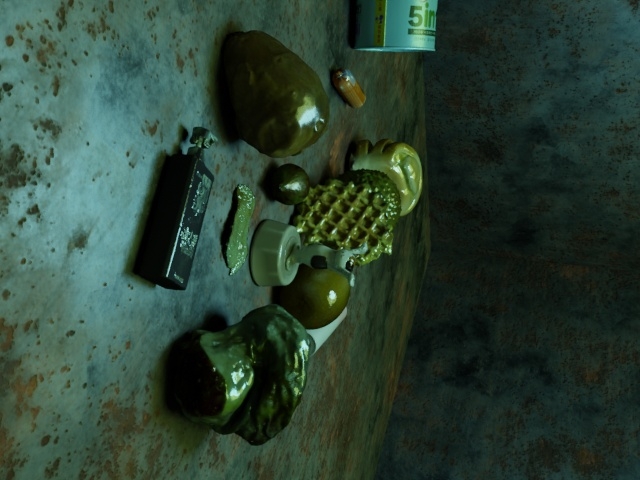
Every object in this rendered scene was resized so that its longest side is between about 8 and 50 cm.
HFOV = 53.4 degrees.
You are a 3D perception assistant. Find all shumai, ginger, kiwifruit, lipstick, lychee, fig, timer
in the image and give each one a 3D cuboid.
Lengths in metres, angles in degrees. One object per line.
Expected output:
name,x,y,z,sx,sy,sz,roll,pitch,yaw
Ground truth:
shumai,-0.203,0.277,1.356,0.263,0.303,0.310,12,85,-37
ginger,-0.090,-0.314,1.388,0.200,0.222,0.270,-48,142,-55
kiwifruit,-0.011,0.146,1.811,0.234,0.195,0.196,-47,139,-66
lipstick,0.000,0.274,2.043,0.327,0.087,0.087,-34,128,-67
lychee,0.135,-0.104,2.063,0.270,0.269,0.320,73,12,-50
fig,-0.084,-0.139,1.637,0.155,0.103,0.109,-57,126,-70
timer,-0.024,0.044,1.614,0.175,0.265,0.176,6,90,-72

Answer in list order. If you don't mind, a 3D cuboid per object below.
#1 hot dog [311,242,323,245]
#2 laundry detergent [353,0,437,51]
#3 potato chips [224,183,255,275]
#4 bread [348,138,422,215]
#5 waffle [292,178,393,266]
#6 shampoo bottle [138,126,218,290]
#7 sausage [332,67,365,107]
hot dog,0.001,0.001,2.001,0.078,0.061,0.169,-61,151,-52
laundry detergent,0.258,-0.806,2.172,0.287,0.287,0.306,-36,130,-66
potato chips,-0.190,-0.023,1.478,0.142,0.026,0.209,-40,136,-69
bread,0.242,-0.241,2.368,0.212,0.269,0.316,-85,163,-51
waffle,0.070,-0.051,1.846,0.058,0.300,0.282,112,-12,-61
shampoo bottle,-0.257,-0.069,1.189,0.098,0.071,0.310,47,49,-63
sausage,0.091,-0.509,2.101,0.234,0.071,0.071,29,68,-71
